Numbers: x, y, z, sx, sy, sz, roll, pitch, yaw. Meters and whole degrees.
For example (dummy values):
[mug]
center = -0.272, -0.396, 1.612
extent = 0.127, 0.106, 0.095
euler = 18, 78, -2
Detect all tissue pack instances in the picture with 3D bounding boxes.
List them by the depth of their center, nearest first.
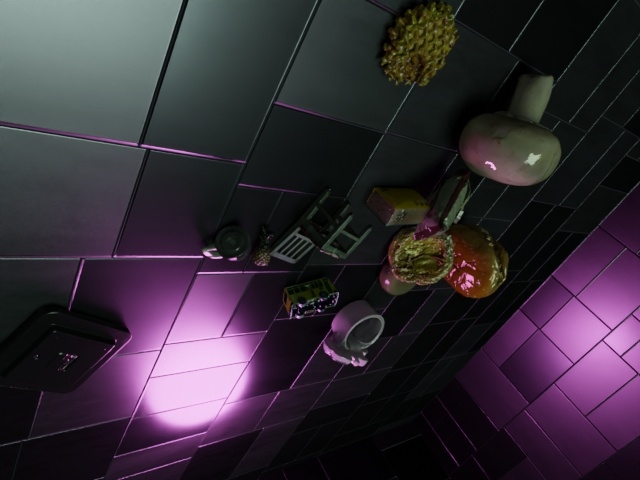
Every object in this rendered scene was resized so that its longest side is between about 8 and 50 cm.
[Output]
[tissue pack]
center = 0.247, -0.111, 1.482
extent = 0.169, 0.120, 0.082
euler = -4, 131, -36

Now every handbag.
[handbag]
center = 0.406, -0.108, 1.545
extent = 0.235, 0.127, 0.213
euler = -55, 179, -13

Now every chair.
[chair]
center = 0.000, 0.000, 1.378
extent = 0.270, 0.147, 0.136
euler = -47, 144, 11

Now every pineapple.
[pineapple]
center = -0.159, 0.012, 1.341
extent = 0.058, 0.058, 0.125
euler = -4, 127, -37

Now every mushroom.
[mushroom]
center = 0.590, -0.339, 1.425
extent = 0.314, 0.314, 0.337
euler = 9, 98, -46

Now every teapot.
[teapot]
center = -0.242, 0.013, 1.259
extent = 0.091, 0.124, 0.092
euler = 79, 27, -68

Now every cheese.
[cheese]
center = 0.312, 0.136, 1.844
extent = 0.175, 0.091, 0.202
euler = -47, 144, 12

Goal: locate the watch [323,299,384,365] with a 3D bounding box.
[watch]
center = 0.141, 0.372, 1.895
extent = 0.244, 0.196, 0.232
euler = 14, 115, -44

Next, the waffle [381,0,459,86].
[waffle]
center = 0.239, -0.462, 1.118
extent = 0.192, 0.070, 0.197
euler = -12, 138, -32

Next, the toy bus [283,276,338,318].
[toy bus]
center = -0.034, 0.192, 1.604
extent = 0.174, 0.101, 0.088
euler = -13, 139, -22

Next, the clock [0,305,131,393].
[clock]
center = -0.680, 0.300, 1.223
extent = 0.279, 0.049, 0.273
euler = -42, 144, 7

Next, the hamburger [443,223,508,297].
[hamburger]
center = 0.583, 0.090, 1.849
extent = 0.158, 0.319, 0.319
euler = -18, 141, -31

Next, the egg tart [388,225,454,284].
[egg tart]
center = 0.369, 0.048, 1.728
extent = 0.252, 0.232, 0.098
euler = -27, -174, 9
